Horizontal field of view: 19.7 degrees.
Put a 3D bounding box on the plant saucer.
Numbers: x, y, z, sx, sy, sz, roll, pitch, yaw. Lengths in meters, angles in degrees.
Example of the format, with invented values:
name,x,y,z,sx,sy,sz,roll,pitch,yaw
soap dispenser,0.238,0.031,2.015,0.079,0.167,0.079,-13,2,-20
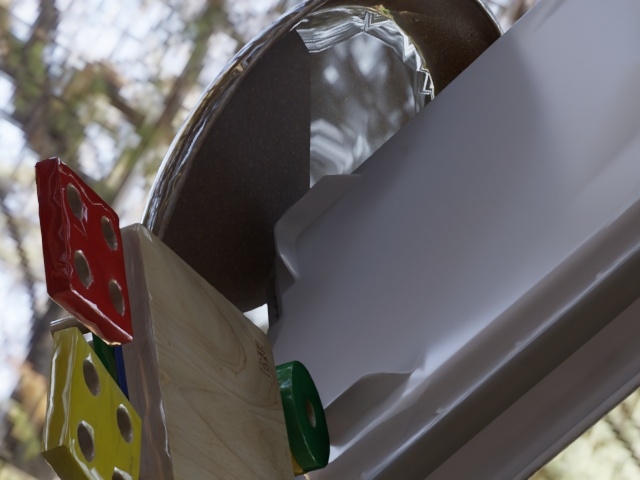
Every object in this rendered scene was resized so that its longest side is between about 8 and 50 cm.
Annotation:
name,x,y,z,sx,sy,sz,roll,pitch,yaw
plant saucer,0.000,0.000,0.985,0.050,0.310,0.310,23,-25,35

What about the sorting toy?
name,x,y,z,sx,sy,sz,roll,pitch,yaw
sorting toy,-0.052,0.077,0.636,0.046,0.132,0.274,-16,-24,12

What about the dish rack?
name,x,y,z,sx,sy,sz,roll,pitch,yaw
dish rack,0.092,-0.022,0.844,0.072,0.285,0.333,40,-72,-23
